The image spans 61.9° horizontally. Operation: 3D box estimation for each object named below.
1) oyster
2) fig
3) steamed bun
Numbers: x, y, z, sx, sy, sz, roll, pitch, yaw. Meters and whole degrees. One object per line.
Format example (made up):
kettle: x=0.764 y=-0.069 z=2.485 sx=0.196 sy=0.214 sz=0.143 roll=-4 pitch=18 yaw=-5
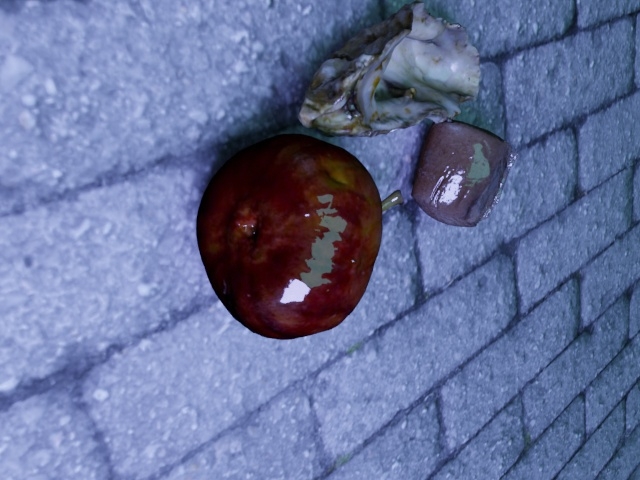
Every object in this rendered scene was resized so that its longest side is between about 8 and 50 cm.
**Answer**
oyster: x=0.084 y=-0.194 z=0.646 sx=0.341 sy=0.110 sz=0.166 roll=-38 pitch=131 yaw=-30
fig: x=-0.017 y=0.000 z=0.583 sx=0.249 sy=0.187 sz=0.203 roll=17 pitch=73 yaw=-72
steamed bun: x=0.209 y=-0.090 z=0.762 sx=0.175 sy=0.106 sz=0.144 roll=3 pitch=106 yaw=-52
